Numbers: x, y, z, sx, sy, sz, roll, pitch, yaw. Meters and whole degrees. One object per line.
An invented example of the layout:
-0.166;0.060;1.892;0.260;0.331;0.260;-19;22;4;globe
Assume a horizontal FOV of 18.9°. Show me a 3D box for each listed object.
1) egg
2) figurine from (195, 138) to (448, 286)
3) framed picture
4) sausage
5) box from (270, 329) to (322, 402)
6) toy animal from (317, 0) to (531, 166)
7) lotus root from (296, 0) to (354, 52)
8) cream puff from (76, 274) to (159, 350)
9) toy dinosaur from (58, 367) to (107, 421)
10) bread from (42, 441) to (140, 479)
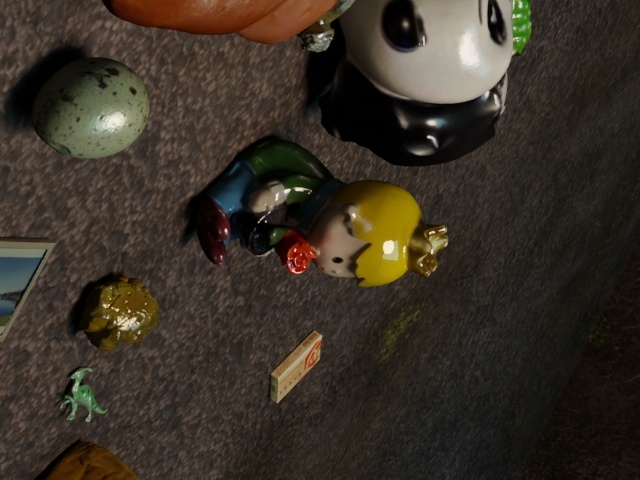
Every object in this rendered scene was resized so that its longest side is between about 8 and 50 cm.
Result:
-0.193;-0.109;1.606;0.110;0.085;0.085;-30;148;-43;egg
0.001;-0.008;2.001;0.185;0.234;0.127;-37;156;-44;figurine
-0.300;0.045;1.703;0.109;0.011;0.149;-61;160;11;framed picture
-0.085;-0.228;1.666;0.097;0.094;0.348;-32;169;22;sausage
-0.033;0.165;2.511;0.093;0.015;0.058;-44;155;-30;box
0.116;-0.213;2.004;0.212;0.212;0.266;-46;164;-28;toy animal
0.007;-0.264;1.844;0.088;0.088;0.165;-19;134;-60;lotus root
-0.204;0.072;1.914;0.058;0.083;0.083;-12;-142;49;cream puff
-0.244;0.157;1.995;0.083;0.021;0.062;-14;121;-61;toy dinosaur
-0.250;0.321;2.054;0.158;0.143;0.149;-45;151;-30;bread
